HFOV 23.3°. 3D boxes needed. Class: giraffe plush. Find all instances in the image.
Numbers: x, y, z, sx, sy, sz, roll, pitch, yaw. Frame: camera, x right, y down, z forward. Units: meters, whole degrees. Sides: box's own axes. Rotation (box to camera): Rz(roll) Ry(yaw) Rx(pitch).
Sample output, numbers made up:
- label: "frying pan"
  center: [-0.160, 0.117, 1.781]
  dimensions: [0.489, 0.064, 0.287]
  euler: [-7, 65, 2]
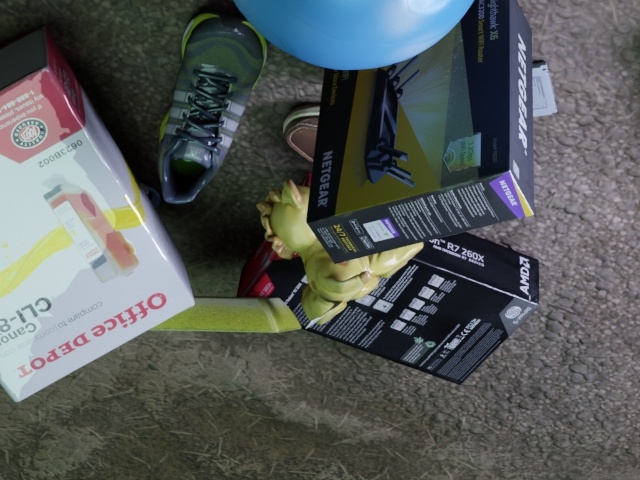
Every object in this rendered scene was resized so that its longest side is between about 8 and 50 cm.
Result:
- label: "giraffe plush"
  center: [0.000, 0.000, 1.979]
  dimensions: [0.181, 0.210, 0.170]
  euler: [-40, 82, 36]

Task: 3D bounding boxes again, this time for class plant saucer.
- label: "plant saucer"
  center: [-0.132, 0.099, 2.107]
  dimensions: [0.188, 0.045, 0.188]
  euler: [1, 178, 9]

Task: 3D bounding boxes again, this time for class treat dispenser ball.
- label: "treat dispenser ball"
  center: [0.034, -0.320, 1.607]
  dimensions: [0.288, 0.288, 0.288]
  euler: [4, 139, 3]

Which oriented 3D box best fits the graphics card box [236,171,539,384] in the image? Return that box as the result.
- label: "graphics card box"
  center: [0.095, 0.060, 2.191]
  dimensions: [0.371, 0.094, 0.233]
  euler: [21, 137, -14]

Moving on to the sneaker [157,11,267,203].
- label: "sneaker"
  center: [-0.139, -0.160, 1.942]
  dimensions: [0.111, 0.121, 0.300]
  euler: [12, 139, -7]

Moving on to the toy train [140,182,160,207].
- label: "toy train"
  center: [-0.288, -0.022, 2.159]
  dimensions: [0.105, 0.080, 0.184]
  euler: [19, 138, -3]

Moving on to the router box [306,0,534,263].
- label: "router box"
  center: [0.119, -0.136, 1.794]
  dimensions: [0.243, 0.309, 0.081]
  euler: [-15, 135, 21]

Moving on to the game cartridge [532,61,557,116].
- label: "game cartridge"
  center: [0.262, -0.188, 1.942]
  dimensions: [0.056, 0.017, 0.083]
  euler: [-9, 137, 12]

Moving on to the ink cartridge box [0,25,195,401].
- label: "ink cartridge box"
  center: [-0.369, -0.028, 1.967]
  dimensions: [0.279, 0.160, 0.385]
  euler: [-28, 119, 2]

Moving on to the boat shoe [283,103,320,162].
- label: "boat shoe"
  center: [0.071, -0.094, 2.012]
  dimensions: [0.257, 0.095, 0.095]
  euler: [19, 138, -14]
